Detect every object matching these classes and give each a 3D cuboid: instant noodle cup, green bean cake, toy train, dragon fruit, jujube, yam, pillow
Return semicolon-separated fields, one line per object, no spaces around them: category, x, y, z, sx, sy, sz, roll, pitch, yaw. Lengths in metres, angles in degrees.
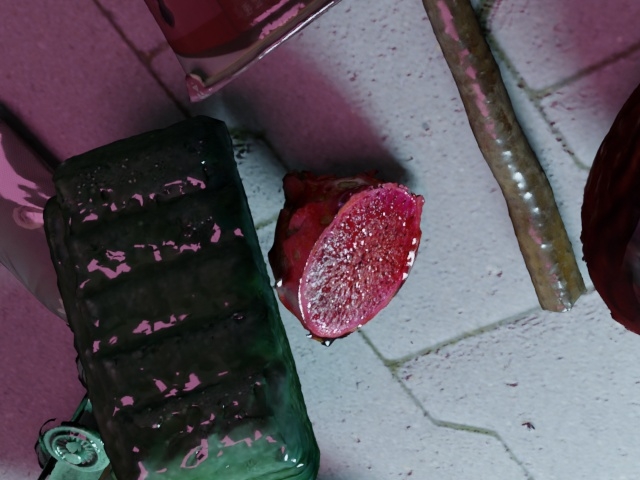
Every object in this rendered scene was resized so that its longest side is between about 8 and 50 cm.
instant noodle cup;-0.046;-0.232;1.062;0.234;0.235;0.178;-30;101;38
green bean cake;-0.112;0.083;1.314;0.169;0.300;0.308;-16;164;0
toy train;-0.213;0.244;1.566;0.189;0.126;0.307;31;132;-1
dragon fruit;0.000;0.000;1.288;0.111;0.153;0.153;34;141;38
jujube;0.284;-0.031;1.092;0.183;0.183;0.243;22;133;7
yam;0.142;-0.083;1.202;0.045;0.045;0.327;32;151;60
pillow;-0.258;0.004;1.445;0.255;0.059;0.169;43;134;-13
